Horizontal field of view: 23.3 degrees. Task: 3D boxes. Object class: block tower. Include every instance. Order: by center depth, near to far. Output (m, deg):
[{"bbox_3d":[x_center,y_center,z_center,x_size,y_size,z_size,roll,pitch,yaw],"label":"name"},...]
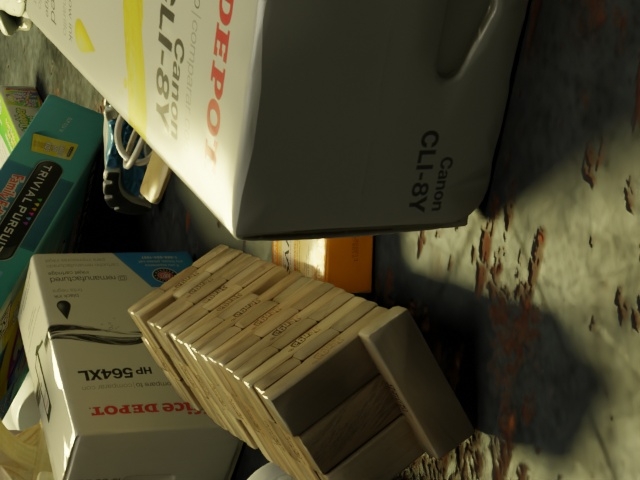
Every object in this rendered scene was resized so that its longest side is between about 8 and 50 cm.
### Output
[{"bbox_3d":[-0.030,0.080,1.019,0.091,0.097,0.335,59,163,-17],"label":"block tower"}]

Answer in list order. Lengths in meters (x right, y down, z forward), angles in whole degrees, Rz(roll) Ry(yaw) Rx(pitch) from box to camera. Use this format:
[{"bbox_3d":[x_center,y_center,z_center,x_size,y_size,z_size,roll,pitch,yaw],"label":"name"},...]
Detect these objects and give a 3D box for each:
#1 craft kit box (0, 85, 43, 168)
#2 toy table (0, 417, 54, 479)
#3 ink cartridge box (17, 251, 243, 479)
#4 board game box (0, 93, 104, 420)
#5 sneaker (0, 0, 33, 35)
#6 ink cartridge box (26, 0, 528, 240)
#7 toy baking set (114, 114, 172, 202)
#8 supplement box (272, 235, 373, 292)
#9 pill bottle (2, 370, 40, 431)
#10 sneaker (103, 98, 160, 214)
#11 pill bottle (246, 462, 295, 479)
[{"bbox_3d":[-0.360,-0.028,1.900,0.250,0.061,0.247,-124,36,-52],"label":"craft kit box"},{"bbox_3d":[-0.244,0.205,1.356,0.252,0.274,0.161,-105,28,-43],"label":"toy table"},{"bbox_3d":[-0.160,0.109,1.302,0.203,0.148,0.086,-114,34,-41],"label":"ink cartridge box"},{"bbox_3d":[-0.318,0.052,1.566,0.336,0.079,0.254,-69,0,-48],"label":"board game box"},{"bbox_3d":[-0.334,-0.333,1.787,0.129,0.111,0.297,69,159,5],"label":"sneaker"},{"bbox_3d":[-0.043,-0.205,0.937,0.384,0.160,0.279,44,132,51],"label":"ink cartridge box"},{"bbox_3d":[-0.124,-0.165,1.284,0.197,0.030,0.256,-46,48,36],"label":"toy baking set"},{"bbox_3d":[0.000,0.000,1.053,0.098,0.036,0.062,-167,77,-67],"label":"supplement box"},{"bbox_3d":[-0.322,0.159,1.745,0.193,0.108,0.108,-140,52,-61],"label":"pill bottle"},{"bbox_3d":[-0.172,-0.121,1.425,0.083,0.071,0.191,-108,27,-47],"label":"sneaker"},{"bbox_3d":[0.010,0.209,0.956,0.184,0.103,0.103,-134,47,-59],"label":"pill bottle"}]
